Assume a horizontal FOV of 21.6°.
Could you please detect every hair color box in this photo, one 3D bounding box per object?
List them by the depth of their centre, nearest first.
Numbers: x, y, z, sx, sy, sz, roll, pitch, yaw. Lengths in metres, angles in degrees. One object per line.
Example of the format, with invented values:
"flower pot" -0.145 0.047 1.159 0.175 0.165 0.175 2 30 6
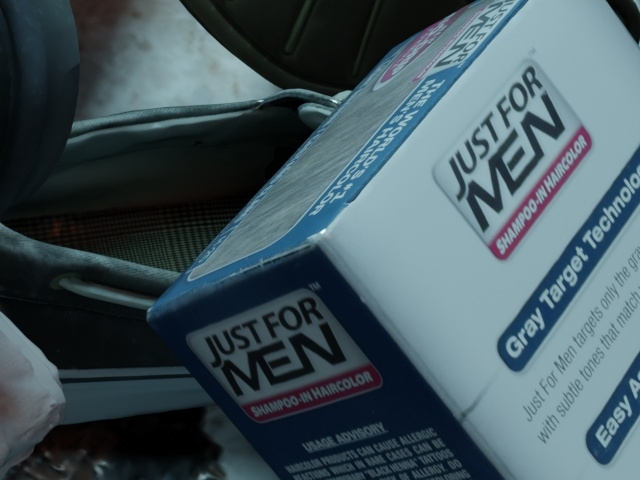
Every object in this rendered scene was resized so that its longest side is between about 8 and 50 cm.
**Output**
"hair color box" 0.117 0.092 0.608 0.347 0.105 0.174 52 51 -13

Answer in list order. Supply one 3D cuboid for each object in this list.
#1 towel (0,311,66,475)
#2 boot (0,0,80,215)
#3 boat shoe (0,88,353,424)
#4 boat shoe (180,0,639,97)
"towel" -0.302 0.045 0.520 0.317 0.053 0.332 36 47 19
"boot" -0.327 -0.022 0.389 0.367 0.146 0.445 20 29 21
"boat shoe" 0.000 0.000 0.686 0.335 0.119 0.121 -12 63 -30
"boat shoe" 0.016 -0.122 0.752 0.307 0.111 0.104 19 16 -47
